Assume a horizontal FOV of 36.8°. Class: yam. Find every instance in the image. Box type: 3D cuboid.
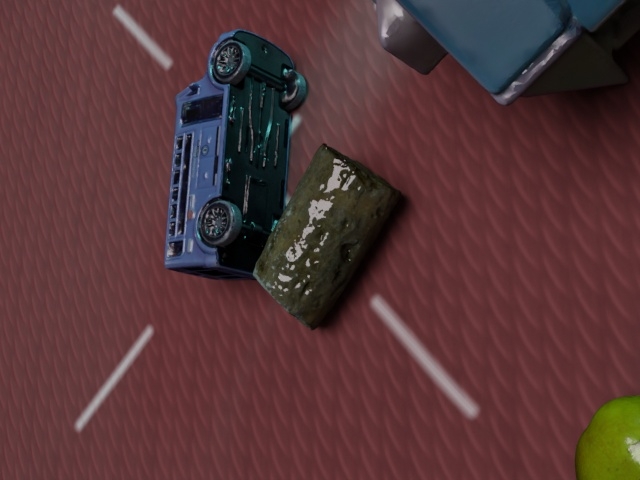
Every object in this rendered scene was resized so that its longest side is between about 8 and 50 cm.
[{"bbox_3d":[0.000,0.000,1.078,0.107,0.107,0.194,37,102,37],"label":"yam"}]

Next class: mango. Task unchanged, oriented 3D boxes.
[{"bbox_3d":[0.278,0.215,0.825,0.117,0.089,0.163,-14,71,33],"label":"mango"}]

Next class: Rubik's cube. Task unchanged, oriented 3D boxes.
[{"bbox_3d":[0.186,-0.311,0.872,0.387,0.368,0.358,46,110,0],"label":"Rubik's cube"}]

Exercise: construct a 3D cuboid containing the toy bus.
[{"bbox_3d":[-0.110,-0.101,1.173,0.133,0.125,0.292,-5,77,36],"label":"toy bus"}]
